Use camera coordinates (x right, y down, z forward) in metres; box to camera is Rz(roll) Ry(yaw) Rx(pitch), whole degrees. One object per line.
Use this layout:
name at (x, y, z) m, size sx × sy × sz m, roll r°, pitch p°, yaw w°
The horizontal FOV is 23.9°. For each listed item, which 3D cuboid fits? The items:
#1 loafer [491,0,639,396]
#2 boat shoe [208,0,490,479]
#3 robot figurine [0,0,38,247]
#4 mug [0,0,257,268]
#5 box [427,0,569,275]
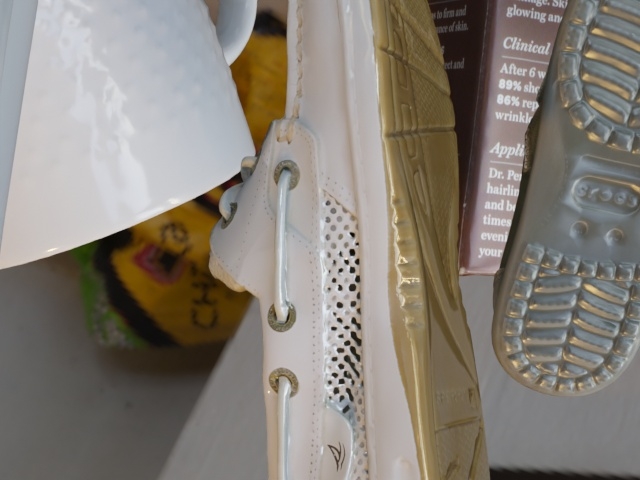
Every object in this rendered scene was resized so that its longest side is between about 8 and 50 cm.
loafer at (0.135, -0.054, 0.711) m, size 0.094 × 0.087 × 0.251 m, roll 19°, pitch 101°, yaw -7°
boat shoe at (0.000, 0.000, 0.573) m, size 0.096 × 0.277 × 0.098 m, roll -8°, pitch 168°, yaw 21°
robot figurine at (-0.191, -0.042, 0.452) m, size 0.200 × 0.353 × 0.300 m, roll 13°, pitch 174°, yaw -42°
mug at (-0.200, -0.194, 1.232) m, size 0.276 × 0.374 × 0.328 m, roll -4°, pitch 110°, yaw 49°
box at (0.161, -0.163, 1.011) m, size 0.191 × 0.381 × 0.143 m, roll 6°, pitch -176°, yaw -24°
